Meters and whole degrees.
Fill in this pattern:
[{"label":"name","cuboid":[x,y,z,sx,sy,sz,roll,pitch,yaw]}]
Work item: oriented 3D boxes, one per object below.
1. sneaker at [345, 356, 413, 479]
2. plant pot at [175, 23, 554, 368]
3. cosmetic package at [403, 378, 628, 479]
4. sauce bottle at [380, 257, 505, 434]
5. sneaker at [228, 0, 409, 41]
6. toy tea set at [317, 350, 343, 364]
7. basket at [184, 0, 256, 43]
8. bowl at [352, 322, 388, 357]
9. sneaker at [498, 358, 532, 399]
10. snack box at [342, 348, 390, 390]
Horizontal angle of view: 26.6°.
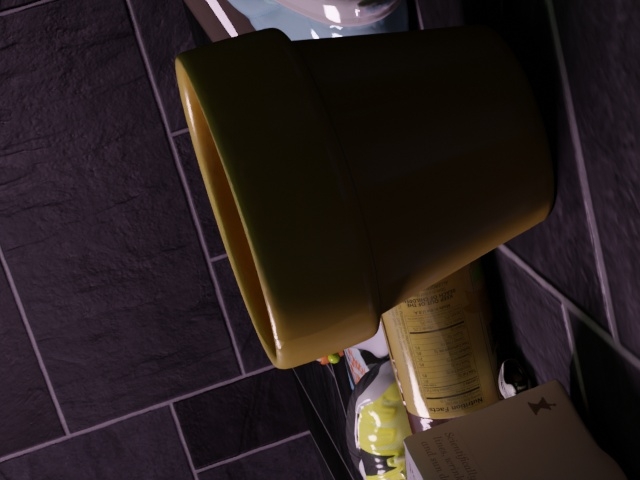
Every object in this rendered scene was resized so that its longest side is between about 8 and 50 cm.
[{"label":"sneaker","cuboid":[0.130,0.309,1.682,0.147,0.145,0.385,39,146,51]},{"label":"plant pot","cuboid":[0.038,-0.057,1.042,0.254,0.239,0.254,161,90,-83]},{"label":"cosmetic package","cuboid":[0.185,0.331,1.182,0.385,0.156,0.217,80,166,-45]},{"label":"sauce bottle","cuboid":[0.129,0.135,1.334,0.111,0.111,0.344,-125,19,-65]},{"label":"sneaker","cuboid":[-0.052,-0.256,1.342,0.366,0.135,0.150,41,155,40]},{"label":"toy tea set","cuboid":[-0.020,0.092,2.235,0.336,0.124,0.200,-168,59,-81]},{"label":"basket","cuboid":[-0.072,-0.295,1.564,0.154,0.204,0.227,27,150,47]},{"label":"bowl","cuboid":[0.000,0.000,1.632,0.298,0.134,0.298,174,90,-83]},{"label":"sneaker","cuboid":[0.185,0.147,1.254,0.037,0.032,0.083,81,167,-53]},{"label":"snack box","cuboid":[0.102,0.233,1.947,0.322,0.060,0.187,-119,13,-54]}]
